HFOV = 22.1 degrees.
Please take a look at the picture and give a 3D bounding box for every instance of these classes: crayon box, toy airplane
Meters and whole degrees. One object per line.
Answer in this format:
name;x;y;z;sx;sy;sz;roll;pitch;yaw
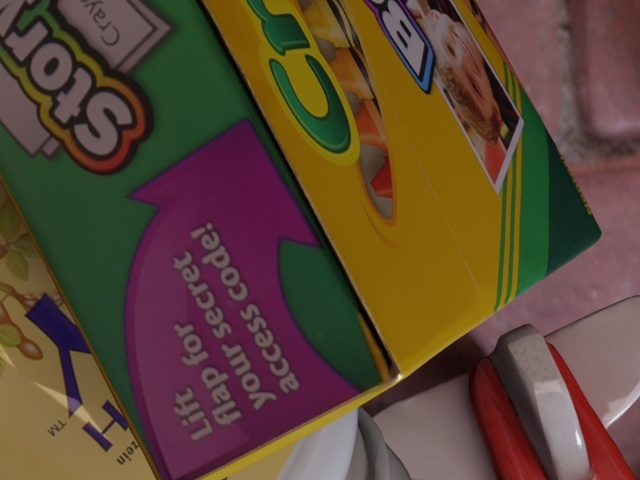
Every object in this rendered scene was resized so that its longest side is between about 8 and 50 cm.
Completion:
crayon box;-0.042;-0.117;0.649;0.363;0.106;0.313;61;21;3
toy airplane;0.177;0.218;0.863;0.384;0.272;0.386;22;93;-8

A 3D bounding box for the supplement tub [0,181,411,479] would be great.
supplement tub;-0.135;0.057;0.698;0.241;0.241;0.331;-49;116;-17
